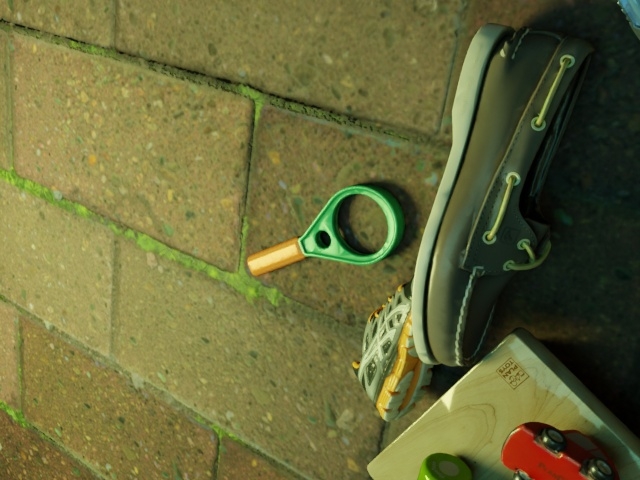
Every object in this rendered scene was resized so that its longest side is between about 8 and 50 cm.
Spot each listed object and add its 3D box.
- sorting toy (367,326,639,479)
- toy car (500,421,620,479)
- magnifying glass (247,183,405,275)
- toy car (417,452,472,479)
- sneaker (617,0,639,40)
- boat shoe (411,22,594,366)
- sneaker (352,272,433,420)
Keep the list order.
[{"bbox_3d":[0.221,0.247,0.705,0.255,0.089,0.257,46,125,15],"label":"sorting toy"},{"bbox_3d":[0.281,0.258,0.577,0.239,0.053,0.224,-2,104,36],"label":"toy car"},{"bbox_3d":[0.000,0.000,0.830,0.231,0.026,0.092,-21,92,36],"label":"magnifying glass"},{"bbox_3d":[0.102,0.321,0.636,0.149,0.188,0.155,24,117,28],"label":"toy car"},{"bbox_3d":[0.258,-0.245,0.541,0.082,0.069,0.209,-20,92,34],"label":"sneaker"},{"bbox_3d":[0.163,-0.028,0.635,0.097,0.117,0.324,16,100,29],"label":"boat shoe"},{"bbox_3d":[0.091,0.094,0.760,0.083,0.084,0.214,41,119,40],"label":"sneaker"}]
